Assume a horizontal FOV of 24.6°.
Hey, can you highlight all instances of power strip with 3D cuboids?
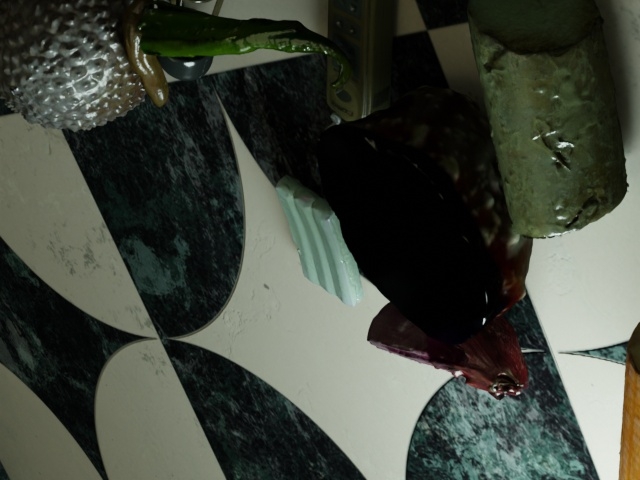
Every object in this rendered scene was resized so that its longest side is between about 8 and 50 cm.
[{"bbox_3d":[0.052,-0.301,2.001,0.092,0.066,0.388,31,139,33],"label":"power strip"}]

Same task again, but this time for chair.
[{"bbox_3d":[-0.199,-0.357,2.227,0.095,0.104,0.221,-117,30,-41],"label":"chair"}]

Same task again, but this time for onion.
[{"bbox_3d":[0.209,0.145,2.077,0.283,0.227,0.120,21,93,58],"label":"onion"}]

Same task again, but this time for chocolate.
[{"bbox_3d":[0.165,-0.055,1.949,0.225,0.210,0.340,-15,110,49],"label":"chocolate"}]

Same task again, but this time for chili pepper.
[{"bbox_3d":[-0.116,-0.280,2.071,0.359,0.076,0.085,15,92,33],"label":"chili pepper"}]

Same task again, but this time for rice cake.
[{"bbox_3d":[0.000,0.000,2.279,0.127,0.043,0.237,31,153,30],"label":"rice cake"}]

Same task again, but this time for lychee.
[{"bbox_3d":[-0.392,-0.301,2.334,0.300,0.300,0.300,29,137,31],"label":"lychee"}]

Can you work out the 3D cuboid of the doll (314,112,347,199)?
[{"bbox_3d":[0.034,-0.100,2.193,0.114,0.057,0.227,38,151,31],"label":"doll"}]

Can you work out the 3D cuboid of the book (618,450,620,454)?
[{"bbox_3d":[0.486,0.306,2.036,0.103,0.017,0.135,50,144,10],"label":"book"}]

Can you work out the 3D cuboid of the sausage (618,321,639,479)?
[{"bbox_3d":[0.485,0.247,1.806,0.233,0.233,0.287,23,133,36],"label":"sausage"}]

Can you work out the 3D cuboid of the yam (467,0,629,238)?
[{"bbox_3d":[0.276,-0.164,1.773,0.168,0.168,0.304,14,129,43],"label":"yam"}]

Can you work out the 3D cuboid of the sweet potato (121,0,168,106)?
[{"bbox_3d":[-0.269,-0.285,2.221,0.053,0.054,0.182,16,127,38],"label":"sweet potato"}]
